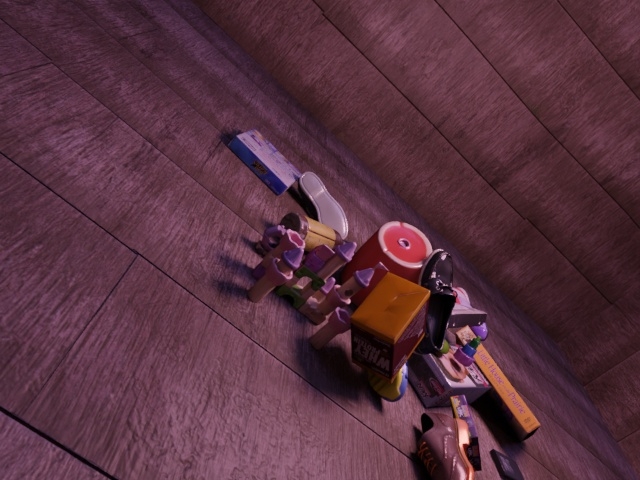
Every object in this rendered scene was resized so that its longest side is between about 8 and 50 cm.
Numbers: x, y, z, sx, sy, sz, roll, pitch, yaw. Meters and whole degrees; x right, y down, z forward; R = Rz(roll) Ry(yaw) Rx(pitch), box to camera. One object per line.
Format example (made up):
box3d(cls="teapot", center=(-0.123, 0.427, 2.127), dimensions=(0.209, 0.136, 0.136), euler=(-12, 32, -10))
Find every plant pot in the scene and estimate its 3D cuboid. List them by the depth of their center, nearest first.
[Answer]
box3d(cls="plant pot", center=(0.237, 0.083, 1.844), dimensions=(0.275, 0.243, 0.275), euler=(12, 47, -13))

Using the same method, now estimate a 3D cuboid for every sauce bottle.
box3d(cls="sauce bottle", center=(0.000, 0.000, 1.878), dimensions=(0.344, 0.111, 0.111), euler=(25, 29, -50))

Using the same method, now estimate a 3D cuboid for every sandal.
box3d(cls="sandal", center=(0.212, 0.355, 1.606), dimensions=(0.138, 0.126, 0.317), euler=(46, 20, -20))

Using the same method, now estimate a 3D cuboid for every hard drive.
box3d(cls="hard drive", center=(0.620, 0.753, 1.802), dimensions=(0.135, 0.022, 0.094), euler=(35, 22, -29))
box3d(cls="hard drive", center=(0.481, 0.279, 2.154), dimensions=(0.237, 0.064, 0.339), euler=(16, 4, 40))

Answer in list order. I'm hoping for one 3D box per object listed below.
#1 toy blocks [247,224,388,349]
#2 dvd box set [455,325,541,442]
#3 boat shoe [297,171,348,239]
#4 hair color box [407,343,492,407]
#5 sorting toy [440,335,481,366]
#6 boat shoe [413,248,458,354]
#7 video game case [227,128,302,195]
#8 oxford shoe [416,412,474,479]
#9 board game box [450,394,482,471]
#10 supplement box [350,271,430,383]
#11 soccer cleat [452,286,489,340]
box3d(cls="toy blocks", center=(-0.008, 0.069, 1.494), dimensions=(0.288, 0.260, 0.309), euler=(39, 21, -18))
box3d(cls="dvd box set", center=(0.661, 0.547, 2.073), dimensions=(0.420, 0.062, 0.307), euler=(58, -1, 30))
box3d(cls="boat shoe", center=(0.008, -0.128, 2.154), dimensions=(0.302, 0.114, 0.091), euler=(64, -18, 6))
box3d(cls="hair color box", center=(0.427, 0.452, 1.857), dimensions=(0.374, 0.113, 0.185), euler=(19, 31, -52))
box3d(cls="sorting toy", center=(0.371, 0.269, 1.765), dimensions=(0.365, 0.126, 0.127), euler=(32, 11, -9))
box3d(cls="boat shoe", center=(0.362, 0.185, 1.672), dimensions=(0.127, 0.340, 0.113), euler=(30, -19, -24))
box3d(cls="video game case", center=(-0.209, -0.308, 2.120), dimensions=(0.269, 0.061, 0.244), euler=(45, 21, -5))
box3d(cls="oxford shoe", center=(0.304, 0.579, 1.399), dimensions=(0.133, 0.130, 0.363), euler=(22, 19, 3))
box3d(cls="board game box", center=(0.434, 0.574, 1.631), dimensions=(0.170, 0.048, 0.141), euler=(-90, 169, -63))
box3d(cls="supplement box", center=(0.183, 0.231, 1.453), dimensions=(0.129, 0.194, 0.191), euler=(24, 50, 27))
box3d(cls="soccer cleat", center=(0.701, 0.357, 2.663), dimensions=(0.116, 0.108, 0.318), euler=(7, 41, -31))
